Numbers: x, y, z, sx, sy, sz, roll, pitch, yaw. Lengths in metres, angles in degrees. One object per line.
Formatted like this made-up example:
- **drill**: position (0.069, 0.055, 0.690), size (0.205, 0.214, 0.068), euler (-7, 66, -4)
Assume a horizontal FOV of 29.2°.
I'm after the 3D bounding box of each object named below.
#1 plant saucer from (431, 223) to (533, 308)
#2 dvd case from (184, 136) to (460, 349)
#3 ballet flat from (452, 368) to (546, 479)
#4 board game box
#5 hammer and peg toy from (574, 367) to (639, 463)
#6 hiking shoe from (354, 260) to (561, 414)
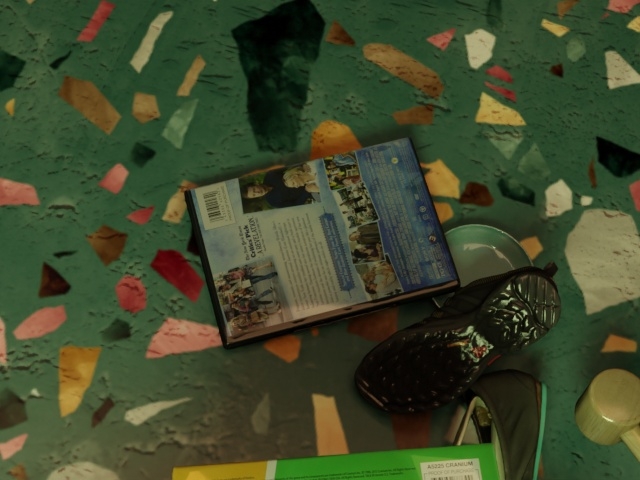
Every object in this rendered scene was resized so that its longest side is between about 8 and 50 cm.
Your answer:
- **plant saucer**: position (0.167, 0.041, 1.292), size (0.119, 0.021, 0.119), euler (3, 65, -6)
- **dvd case**: position (0.000, 0.000, 1.277), size (0.253, 0.022, 0.180), euler (-14, 68, -7)
- **ballet flat**: position (0.165, 0.252, 1.159), size (0.096, 0.095, 0.280), euler (7, 55, -5)
- **board game box**: position (-0.003, 0.249, 1.013), size (0.242, 0.316, 0.064), euler (-3, 65, -9)
- **hammer and peg toy**: position (0.431, 0.192, 1.196), size (0.361, 0.127, 0.266), euler (-15, 69, -15)
- **hiking shoe**: position (0.140, 0.097, 1.213), size (0.226, 0.114, 0.086), euler (-29, 93, 20)
